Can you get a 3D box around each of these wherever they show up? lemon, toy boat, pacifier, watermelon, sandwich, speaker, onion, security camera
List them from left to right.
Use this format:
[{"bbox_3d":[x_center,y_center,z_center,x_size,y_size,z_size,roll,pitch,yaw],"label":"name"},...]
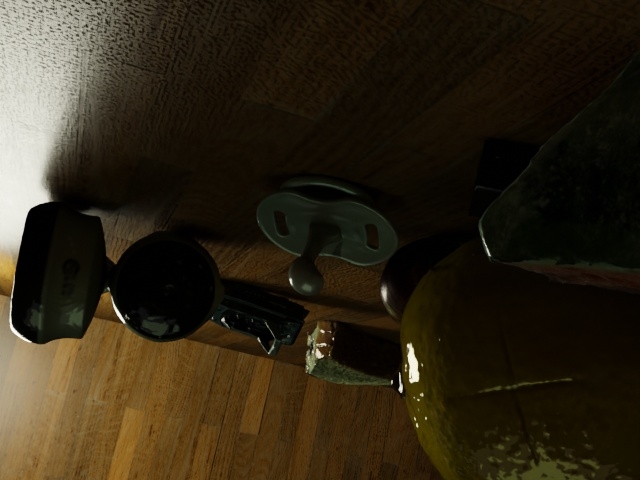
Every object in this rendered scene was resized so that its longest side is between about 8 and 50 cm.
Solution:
[{"bbox_3d":[-0.275,0.059,1.245,0.277,0.197,0.191,9,177,-14],"label":"security camera"},{"bbox_3d":[-0.144,0.129,1.607,0.246,0.103,0.093,19,142,-5],"label":"toy boat"},{"bbox_3d":[0.000,0.000,0.893,0.150,0.117,0.127,14,142,10],"label":"pacifier"},{"bbox_3d":[0.030,0.248,1.939,0.254,0.100,0.288,0,163,42],"label":"sandwich"},{"bbox_3d":[0.120,0.050,0.989,0.117,0.119,0.118,-37,141,24],"label":"onion"},{"bbox_3d":[0.221,0.116,0.818,0.297,0.297,0.297,12,167,3],"label":"lemon"},{"bbox_3d":[0.229,-0.029,0.697,0.218,0.044,0.082,11,167,6],"label":"speaker"},{"bbox_3d":[0.221,-0.014,0.572,0.193,0.140,0.256,14,171,22],"label":"watermelon"}]
